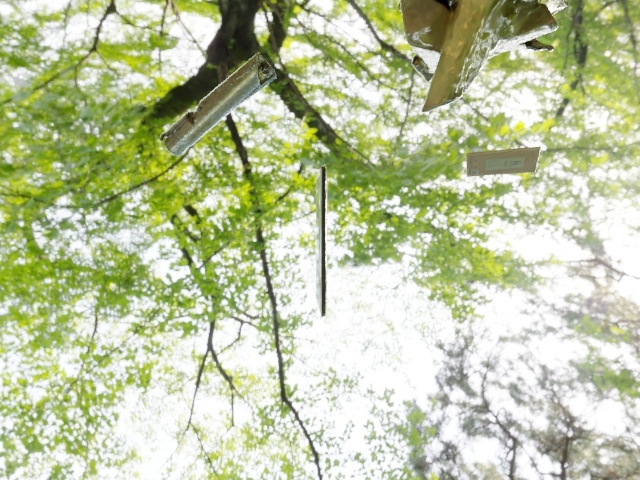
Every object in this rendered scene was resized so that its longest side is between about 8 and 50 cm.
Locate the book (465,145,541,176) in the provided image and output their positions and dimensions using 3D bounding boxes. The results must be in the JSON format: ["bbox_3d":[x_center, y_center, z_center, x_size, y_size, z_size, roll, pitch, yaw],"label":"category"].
[{"bbox_3d":[0.457,-0.197,1.218,0.172,0.118,0.012,-3,-111,16],"label":"book"}]

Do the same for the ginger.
[{"bbox_3d":[0.332,-0.391,0.900,0.414,0.358,0.211,-23,-109,-5],"label":"ginger"}]

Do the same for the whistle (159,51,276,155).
[{"bbox_3d":[-0.242,-0.310,1.118,0.326,0.068,0.057,-32,-149,20],"label":"whistle"}]

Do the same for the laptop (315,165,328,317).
[{"bbox_3d":[0.000,0.000,0.929,0.015,0.268,0.187,0,-178,-4],"label":"laptop"}]
